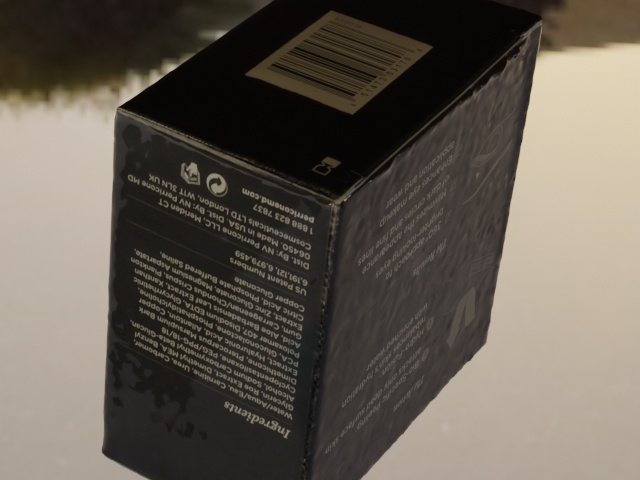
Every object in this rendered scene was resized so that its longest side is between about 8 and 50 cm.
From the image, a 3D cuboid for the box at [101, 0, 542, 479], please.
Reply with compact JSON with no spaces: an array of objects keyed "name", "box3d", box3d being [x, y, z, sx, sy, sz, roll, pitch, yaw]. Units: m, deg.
[{"name":"box","box3d":[0.000,0.000,0.709,0.093,0.158,0.156,22,-142,22]}]
